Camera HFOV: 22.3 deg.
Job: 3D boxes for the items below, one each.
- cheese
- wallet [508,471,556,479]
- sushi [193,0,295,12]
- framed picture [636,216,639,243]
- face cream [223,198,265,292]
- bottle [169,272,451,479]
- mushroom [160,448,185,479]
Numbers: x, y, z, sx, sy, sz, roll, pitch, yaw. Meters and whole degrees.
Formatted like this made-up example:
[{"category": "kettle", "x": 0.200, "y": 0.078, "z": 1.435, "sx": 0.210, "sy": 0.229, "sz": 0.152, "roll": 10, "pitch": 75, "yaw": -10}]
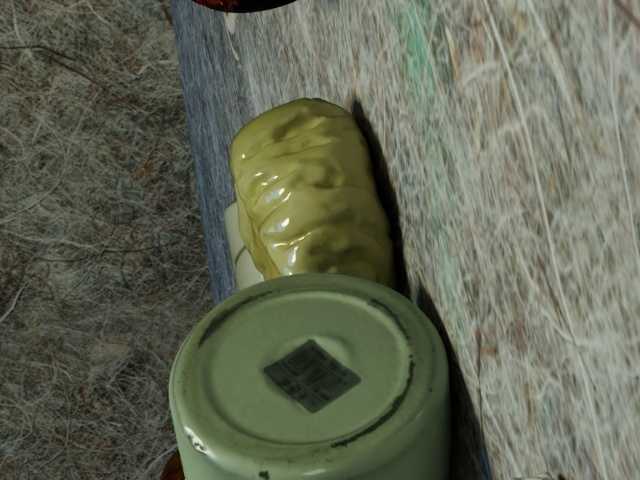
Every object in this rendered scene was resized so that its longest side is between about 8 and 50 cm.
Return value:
[{"category": "cheese", "x": 0.000, "y": 0.000, "z": 1.384, "sx": 0.214, "sy": 0.117, "sz": 0.226, "roll": -114, "pitch": 10, "yaw": -46}, {"category": "wallet", "x": 0.140, "y": 0.227, "z": 0.940, "sx": 0.095, "sy": 0.033, "sz": 0.190, "roll": -122, "pitch": 22, "yaw": -65}, {"category": "sushi", "x": -0.075, "y": -0.283, "z": 1.432, "sx": 0.225, "sy": 0.136, "sz": 0.126, "roll": -132, "pitch": 24, "yaw": -66}, {"category": "framed picture", "x": 0.169, "y": 0.069, "z": 0.597, "sx": 0.203, "sy": 0.015, "sz": 0.150, "roll": -156, "pitch": 56, "yaw": -80}, {"category": "face cream", "x": -0.046, "y": 0.100, "z": 1.912, "sx": 0.173, "sy": 0.081, "sz": 0.348, "roll": 101, "pitch": 157, "yaw": -69}, {"category": "bottle", "x": -0.002, "y": 0.210, "z": 1.293, "sx": 0.229, "sy": 0.229, "sz": 0.352, "roll": -109, "pitch": 9, "yaw": -45}, {"category": "mushroom", "x": -0.089, "y": 0.361, "z": 1.712, "sx": 0.334, "sy": 0.356, "sz": 0.331, "roll": 40, "pitch": -136, "yaw": -50}]
